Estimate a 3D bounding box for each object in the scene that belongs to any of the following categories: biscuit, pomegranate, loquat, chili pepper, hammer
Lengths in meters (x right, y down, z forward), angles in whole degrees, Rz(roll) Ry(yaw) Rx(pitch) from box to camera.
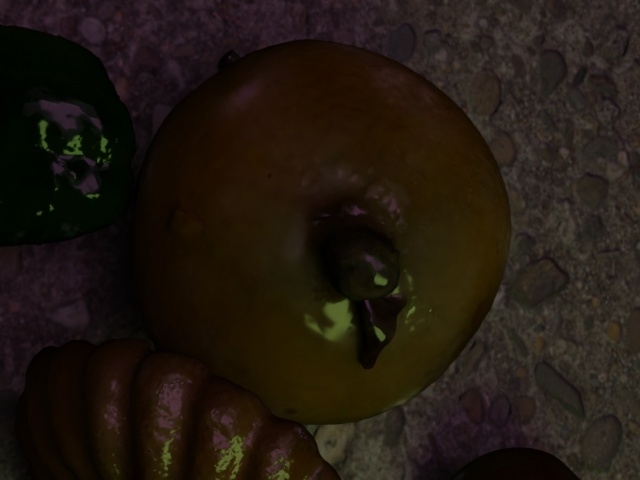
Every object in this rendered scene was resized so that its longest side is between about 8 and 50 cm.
[{"bbox_3d":[-0.109,0.205,1.544,0.326,0.325,0.107,45,61,-18],"label":"biscuit"},{"bbox_3d":[0.160,0.289,1.792,0.209,0.180,0.180,-22,97,7],"label":"pomegranate"},{"bbox_3d":[0.000,0.000,1.621,0.328,0.359,0.328,-1,98,-10],"label":"loquat"},{"bbox_3d":[-0.323,-0.082,1.546,0.384,0.167,0.213,-1,83,-28],"label":"chili pepper"},{"bbox_3d":[-0.098,-0.120,1.764,0.035,0.019,0.110,40,73,-19],"label":"hammer"}]
